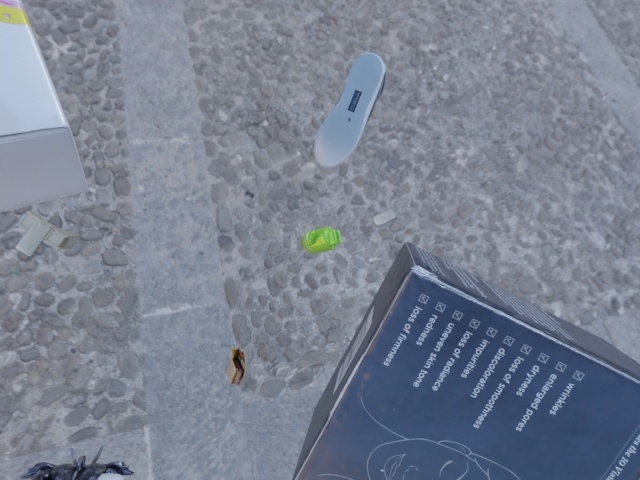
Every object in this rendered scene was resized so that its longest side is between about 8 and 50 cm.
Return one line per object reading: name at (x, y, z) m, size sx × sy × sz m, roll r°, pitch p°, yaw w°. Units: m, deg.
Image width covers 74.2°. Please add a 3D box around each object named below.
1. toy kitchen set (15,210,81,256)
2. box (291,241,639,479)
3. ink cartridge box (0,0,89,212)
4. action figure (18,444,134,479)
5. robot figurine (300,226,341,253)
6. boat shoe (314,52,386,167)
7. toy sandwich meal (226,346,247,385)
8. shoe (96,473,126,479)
toy kitchen set at (-0.534, -0.005, 0.820) m, size 0.083 × 0.075 × 0.068 m, roll 35°, pitch 85°, yaw -10°
box at (0.269, 0.328, 0.819) m, size 0.472 × 0.297 × 0.479 m, roll 27°, pitch 101°, yaw 5°
ink cartridge box at (-0.389, -0.172, 0.424) m, size 0.197 × 0.198 × 0.269 m, roll -21°, pitch 87°, yaw -26°
action figure at (-0.365, 0.405, 0.600) m, size 0.164 × 0.276 × 0.140 m, roll 15°, pitch 86°, yaw -19°
robot figurine at (0.000, 0.000, 1.186) m, size 0.101 × 0.115 × 0.066 m, roll -6°, pitch 84°, yaw -60°
boat shoe at (0.054, -0.202, 0.680) m, size 0.065 × 0.083 × 0.183 m, roll 31°, pitch 109°, yaw 7°
toy sandwich meal at (-0.190, 0.282, 0.959) m, size 0.029 × 0.085 × 0.085 m, roll 4°, pitch 65°, yaw -29°
shoe at (-0.108, 0.220, 0.219) m, size 0.081 × 0.063 × 0.177 m, roll 14°, pitch 37°, yaw -13°
